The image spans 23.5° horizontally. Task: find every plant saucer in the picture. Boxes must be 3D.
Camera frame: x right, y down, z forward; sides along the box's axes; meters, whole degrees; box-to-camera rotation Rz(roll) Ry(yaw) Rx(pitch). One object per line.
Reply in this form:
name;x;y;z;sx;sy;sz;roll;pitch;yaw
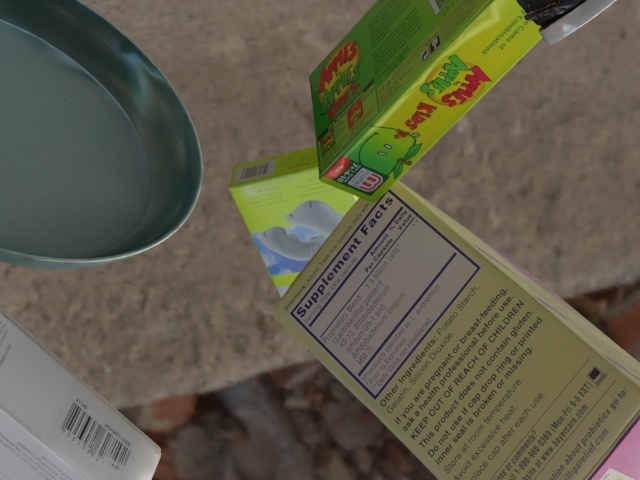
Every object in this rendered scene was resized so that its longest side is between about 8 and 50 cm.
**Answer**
plant saucer;-0.236;-0.093;1.113;0.317;0.317;0.043;-1;139;-42

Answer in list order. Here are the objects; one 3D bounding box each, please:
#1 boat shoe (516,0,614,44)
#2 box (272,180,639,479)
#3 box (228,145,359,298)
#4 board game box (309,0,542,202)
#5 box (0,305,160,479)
boat shoe;0.135;-0.136;0.661;0.125;0.046;0.038;-39;98;1
box;0.128;0.097;0.966;0.117;0.243;0.213;-52;142;7
box;0.000;0.000;1.381;0.042;0.109;0.178;-80;151;-51
board game box;0.064;-0.114;0.894;0.043;0.181;0.092;22;42;-28
box;-0.290;0.102;0.973;0.232;0.322;0.058;49;46;-34
